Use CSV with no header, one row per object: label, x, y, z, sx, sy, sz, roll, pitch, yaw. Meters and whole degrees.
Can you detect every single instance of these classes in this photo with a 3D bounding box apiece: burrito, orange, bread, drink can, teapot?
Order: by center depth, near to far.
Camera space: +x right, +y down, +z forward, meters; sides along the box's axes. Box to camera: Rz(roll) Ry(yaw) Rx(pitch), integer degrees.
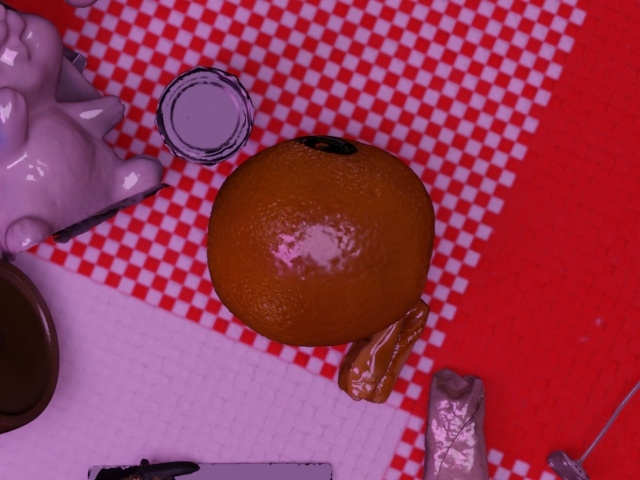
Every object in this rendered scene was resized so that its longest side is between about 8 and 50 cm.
drink can,-0.113,-0.125,1.804,0.097,0.235,0.097,0,95,-2
orange,0.000,0.000,1.827,0.236,0.236,0.236,0,94,-2
teapot,-0.389,0.107,1.854,0.175,0.185,0.267,-15,64,27
bread,0.066,0.109,1.911,0.053,0.074,0.132,29,95,-15
burrito,0.148,0.275,1.933,0.082,0.059,0.275,2,94,12

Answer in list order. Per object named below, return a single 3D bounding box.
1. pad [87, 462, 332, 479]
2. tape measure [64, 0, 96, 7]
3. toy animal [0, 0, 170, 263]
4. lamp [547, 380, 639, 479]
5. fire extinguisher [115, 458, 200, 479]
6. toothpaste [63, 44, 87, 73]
pad,-0.117,0.318,1.954,0.265,0.009,0.159,-1,95,0
tape measure,-0.289,-0.355,1.767,0.258,0.265,0.130,40,94,-15
toy animal,-0.303,-0.112,1.808,0.249,0.174,0.289,-1,77,-45
lamp,0.322,0.177,1.951,0.050,0.056,0.198,42,81,-3
fire extinguisher,-0.244,0.354,1.908,0.114,0.095,0.311,28,97,-39
toothpaste,-0.378,-0.225,1.884,0.266,0.061,0.096,35,91,-11
